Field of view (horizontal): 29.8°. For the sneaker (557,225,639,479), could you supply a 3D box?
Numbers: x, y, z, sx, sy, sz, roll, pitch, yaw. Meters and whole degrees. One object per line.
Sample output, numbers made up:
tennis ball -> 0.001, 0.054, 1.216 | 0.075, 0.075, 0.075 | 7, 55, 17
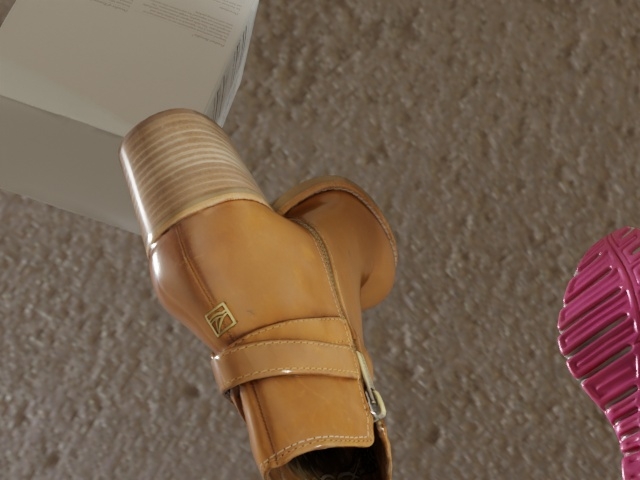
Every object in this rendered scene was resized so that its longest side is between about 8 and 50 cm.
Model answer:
sneaker -> 0.257, 0.110, 0.877 | 0.103, 0.111, 0.252 | -32, 56, 35

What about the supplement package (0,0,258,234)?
supplement package -> -0.184, -0.139, 1.090 | 0.194, 0.149, 0.203 | 19, 57, 0

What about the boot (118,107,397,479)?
boot -> 0.004, 0.057, 0.717 | 0.109, 0.283, 0.220 | -32, 61, 10
